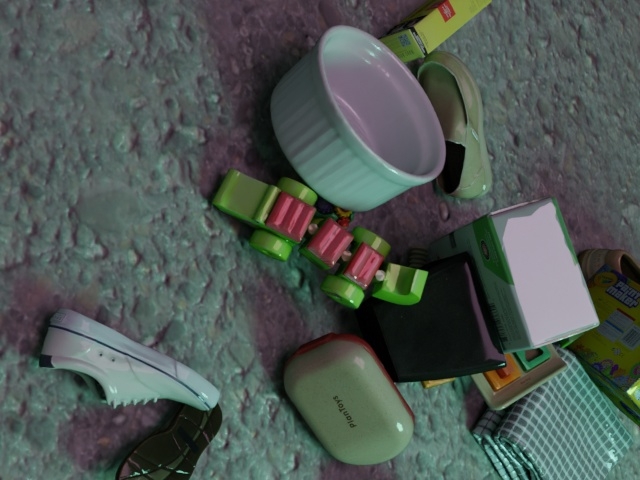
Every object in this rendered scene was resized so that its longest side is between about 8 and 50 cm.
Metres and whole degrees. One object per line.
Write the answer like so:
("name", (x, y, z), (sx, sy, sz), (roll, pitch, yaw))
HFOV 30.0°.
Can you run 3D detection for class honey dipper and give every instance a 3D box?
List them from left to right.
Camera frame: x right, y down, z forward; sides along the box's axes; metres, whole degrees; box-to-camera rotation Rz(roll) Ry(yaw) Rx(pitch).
("honey dipper", (0.156, 0.090, 2.007), (0.030, 0.030, 0.160), (19, 74, -38))

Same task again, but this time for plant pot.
("plant pot", (0.161, 0.140, 1.887), (0.167, 0.187, 0.188), (-19, 88, -13))

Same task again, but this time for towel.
("towel", (0.423, 0.355, 2.139), (0.283, 0.121, 0.235), (52, 54, -23))

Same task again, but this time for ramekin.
("ramekin", (0.052, -0.178, 1.833), (0.277, 0.135, 0.277), (32, 39, -31))

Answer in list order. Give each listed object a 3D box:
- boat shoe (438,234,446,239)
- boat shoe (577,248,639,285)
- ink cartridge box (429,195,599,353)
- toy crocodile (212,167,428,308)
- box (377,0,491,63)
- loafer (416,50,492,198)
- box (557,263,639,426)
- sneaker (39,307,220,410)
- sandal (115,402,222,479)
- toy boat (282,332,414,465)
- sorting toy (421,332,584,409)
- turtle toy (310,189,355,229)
("boat shoe", (0.305, 0.031, 2.112), (0.227, 0.081, 0.079), (11, 76, -40))
("boat shoe", (0.639, 0.140, 2.373), (0.341, 0.110, 0.121), (42, 58, -29))
("ink cartridge box", (0.295, 0.064, 1.881), (0.121, 0.289, 0.211), (-18, 86, -14))
("toy crocodile", (0.000, 0.000, 1.769), (0.340, 0.105, 0.115), (32, 78, -6))
("box", (0.201, -0.384, 2.085), (0.232, 0.087, 0.058), (-41, 110, -37))
("loafer", (0.226, -0.195, 2.066), (0.092, 0.102, 0.268), (-26, 101, -47))
("box", (0.607, 0.234, 2.182), (0.177, 0.290, 0.279), (-45, 118, 0))
("sneaker", (-0.257, 0.181, 1.588), (0.258, 0.094, 0.091), (29, 75, -22))
("sandal", (-0.211, 0.284, 1.632), (0.090, 0.060, 0.219), (55, 37, -15))
("toy boat", (0.051, 0.229, 1.836), (0.231, 0.151, 0.151), (58, 22, -19))
("sorting toy", (0.314, 0.171, 2.050), (0.348, 0.047, 0.196), (-26, 74, -30))
("turtle toy", (0.015, -0.044, 1.874), (0.095, 0.066, 0.130), (48, 62, -25))
